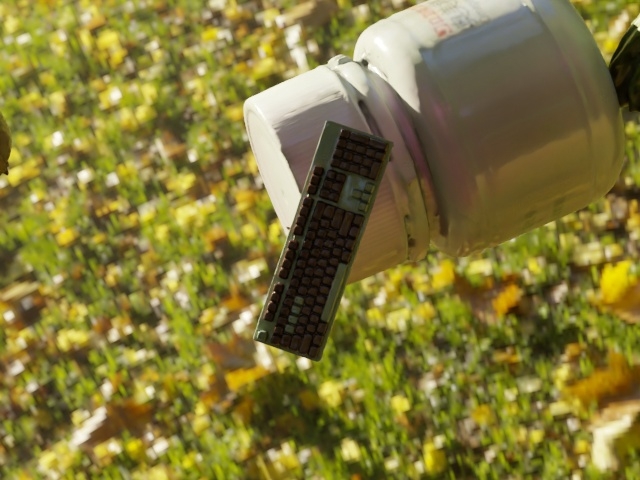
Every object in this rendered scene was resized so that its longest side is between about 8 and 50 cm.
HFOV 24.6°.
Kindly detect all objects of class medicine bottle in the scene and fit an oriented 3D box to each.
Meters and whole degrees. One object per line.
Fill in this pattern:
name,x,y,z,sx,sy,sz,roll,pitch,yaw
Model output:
medicine bottle,0.109,-0.104,1.467,0.325,0.256,0.256,-23,43,-7

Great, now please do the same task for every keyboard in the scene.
keyboard,0.000,0.000,1.038,0.055,0.017,0.166,19,92,7

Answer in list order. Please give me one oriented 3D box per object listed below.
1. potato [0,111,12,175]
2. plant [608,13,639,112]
potato,-0.302,-0.093,1.098,0.172,0.100,0.089,-4,49,42
plant,0.342,-0.208,1.307,0.251,0.333,0.180,-22,54,15
